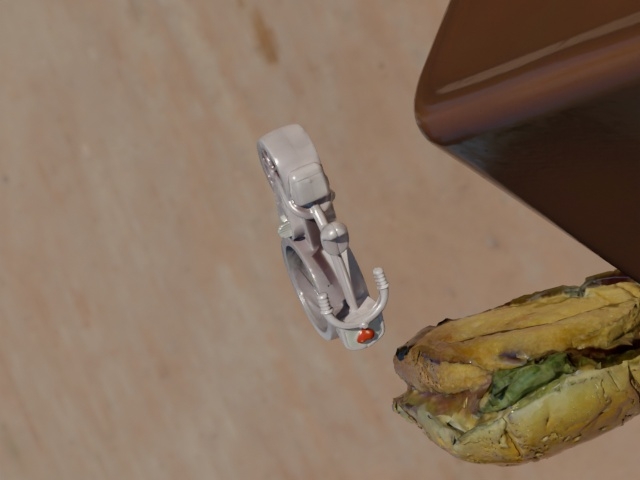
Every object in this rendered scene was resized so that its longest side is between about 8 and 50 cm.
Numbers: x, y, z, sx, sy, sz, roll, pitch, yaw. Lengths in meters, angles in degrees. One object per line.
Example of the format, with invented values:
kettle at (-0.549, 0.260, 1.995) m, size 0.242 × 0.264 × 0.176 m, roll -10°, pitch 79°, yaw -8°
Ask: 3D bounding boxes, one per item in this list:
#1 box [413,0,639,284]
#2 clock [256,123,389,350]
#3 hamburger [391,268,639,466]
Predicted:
box at (0.234, -0.111, 0.932) m, size 0.229 × 0.239 × 0.339 m, roll 29°, pitch 160°, yaw -20°
clock at (0.000, 0.000, 1.065) m, size 0.087 × 0.041 × 0.129 m, roll 47°, pitch 157°, yaw 57°
hamburger at (0.120, 0.085, 1.073) m, size 0.102 × 0.176 × 0.087 m, roll -74°, pitch -32°, yaw -69°
